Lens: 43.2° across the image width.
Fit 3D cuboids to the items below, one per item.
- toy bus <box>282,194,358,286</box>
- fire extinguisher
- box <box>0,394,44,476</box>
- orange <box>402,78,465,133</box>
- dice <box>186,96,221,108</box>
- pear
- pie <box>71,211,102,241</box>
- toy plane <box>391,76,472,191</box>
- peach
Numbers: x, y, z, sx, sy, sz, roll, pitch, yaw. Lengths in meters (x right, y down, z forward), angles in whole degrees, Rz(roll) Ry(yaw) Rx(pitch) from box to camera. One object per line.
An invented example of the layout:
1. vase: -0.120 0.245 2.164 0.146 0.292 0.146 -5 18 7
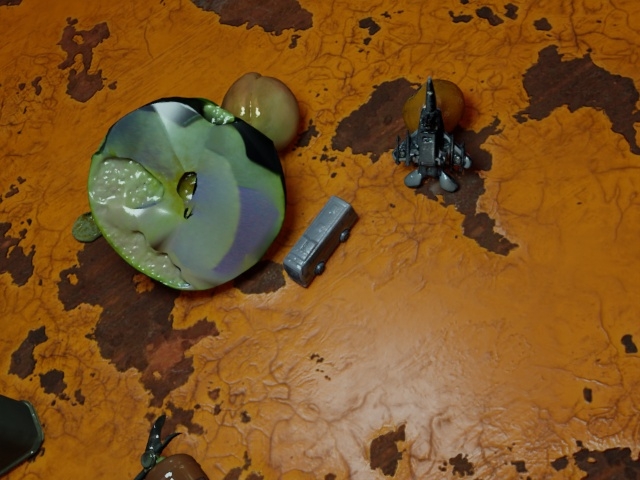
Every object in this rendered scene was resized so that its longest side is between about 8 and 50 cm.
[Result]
1. toy bus: 0.000 0.000 1.655 0.064 0.075 0.190 31 76 26
2. fire extinguisher: -0.247 0.514 1.451 0.200 0.113 0.376 -40 61 -5
3. box: -0.716 0.406 1.601 0.274 0.178 0.138 -34 60 -3
4. orange: 0.241 -0.274 1.694 0.117 0.135 0.136 34 75 -8
5. dice: -0.279 -0.240 1.821 0.128 0.131 0.120 1 63 17
6. pear: -0.273 -0.107 1.684 0.398 0.165 0.399 -1 103 -5
7. pie: -0.529 -0.032 1.854 0.085 0.017 0.085 -6 62 12
8. toy plane: 0.219 -0.208 1.611 0.169 0.246 0.078 9 47 19
9. peach: -0.133 -0.279 1.777 0.184 0.184 0.184 -6 63 13
